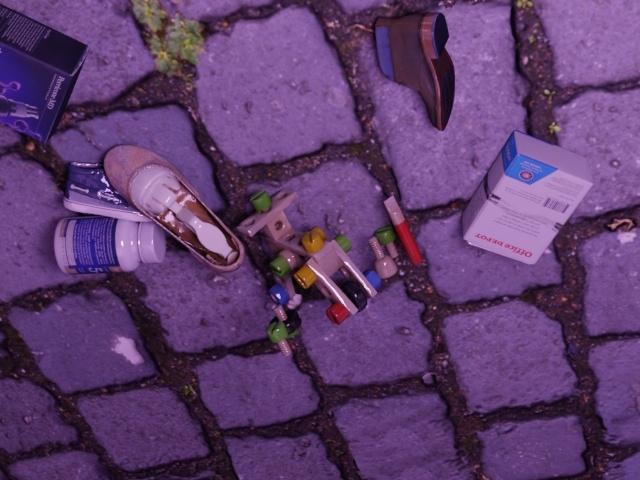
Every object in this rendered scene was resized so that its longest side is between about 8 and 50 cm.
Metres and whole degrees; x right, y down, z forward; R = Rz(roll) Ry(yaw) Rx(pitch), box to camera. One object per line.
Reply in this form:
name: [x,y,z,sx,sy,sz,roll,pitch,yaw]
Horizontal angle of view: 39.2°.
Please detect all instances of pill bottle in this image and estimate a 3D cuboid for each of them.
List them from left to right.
pill bottle: [-0.393,0.006,1.692,0.187,0.112,0.112,-3,129,7]

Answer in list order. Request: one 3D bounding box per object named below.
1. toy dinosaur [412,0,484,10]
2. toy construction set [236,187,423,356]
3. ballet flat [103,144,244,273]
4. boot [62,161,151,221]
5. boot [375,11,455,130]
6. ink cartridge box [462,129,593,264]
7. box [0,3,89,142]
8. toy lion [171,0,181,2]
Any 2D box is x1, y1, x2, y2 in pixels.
toy dinosaur: [0.210,-0.419,1.299,0.313,0.121,0.160,25,140,-10]
toy construction set: [0.000,0.000,1.614,0.309,0.257,0.237,-26,112,-1]
ballet flat: [-0.251,-0.057,1.608,0.316,0.106,0.107,40,85,-16]
boot: [-0.371,-0.090,1.646,0.190,0.069,0.086,7,111,-15]
boot: [0.156,-0.276,1.464,0.106,0.082,0.219,10,137,25]
ink cartridge box: [0.359,-0.072,1.588,0.148,0.086,0.203,20,129,-11]
box: [-0.508,-0.282,1.471,0.207,0.108,0.153,24,126,-14]
toy lion: [-0.247,-0.428,1.385,0.100,0.034,0.096,18,120,-11]
